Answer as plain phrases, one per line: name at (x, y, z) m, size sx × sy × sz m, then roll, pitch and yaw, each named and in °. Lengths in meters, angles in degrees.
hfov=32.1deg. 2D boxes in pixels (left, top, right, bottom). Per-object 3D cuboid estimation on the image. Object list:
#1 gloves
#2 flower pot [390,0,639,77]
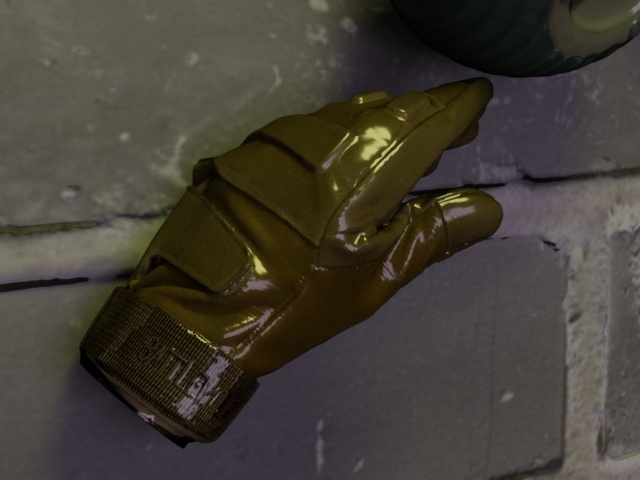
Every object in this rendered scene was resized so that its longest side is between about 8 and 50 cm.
gloves at (-0.010, -0.009, 0.734) m, size 0.331 × 0.154 × 0.141 m, roll -44°, pitch 119°, yaw -12°
flower pot at (0.154, -0.209, 0.785) m, size 0.243 × 0.157 × 0.189 m, roll -18°, pitch 134°, yaw -36°
